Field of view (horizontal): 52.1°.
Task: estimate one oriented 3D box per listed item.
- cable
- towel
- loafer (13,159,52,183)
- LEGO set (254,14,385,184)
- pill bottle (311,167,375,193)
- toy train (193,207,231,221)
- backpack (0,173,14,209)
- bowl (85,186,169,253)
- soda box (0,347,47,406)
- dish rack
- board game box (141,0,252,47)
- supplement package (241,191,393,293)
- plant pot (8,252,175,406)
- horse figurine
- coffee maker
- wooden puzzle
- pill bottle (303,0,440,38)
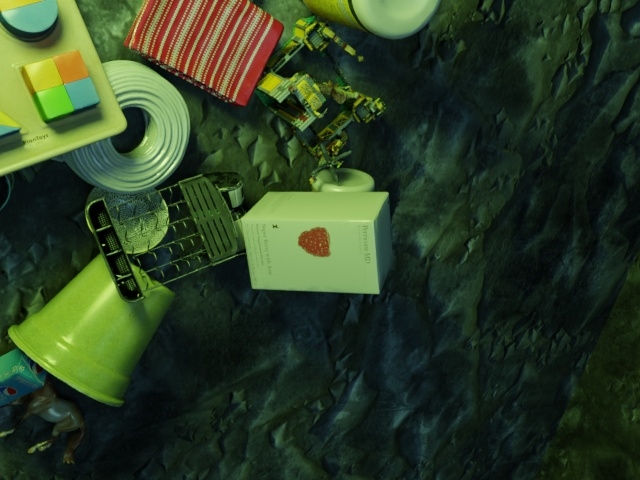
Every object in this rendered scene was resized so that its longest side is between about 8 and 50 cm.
[{"bbox_3d":[-0.379,-0.219,1.275,0.257,0.089,0.257,33,85,-44],"label":"cable"},{"bbox_3d":[-0.217,-0.401,1.281,0.275,0.031,0.198,23,101,-37],"label":"towel"},{"bbox_3d":[-0.578,-0.229,1.185,0.084,0.096,0.267,-46,139,-28],"label":"loafer"},{"bbox_3d":[0.013,-0.303,1.423,0.255,0.192,0.331,-37,128,-9],"label":"LEGO set"},{"bbox_3d":[0.048,-0.033,1.613,0.153,0.153,0.264,-10,119,-27],"label":"pill bottle"},{"bbox_3d":[-0.230,-0.054,1.382,0.083,0.023,0.017,-7,123,1],"label":"toy train"},{"bbox_3d":[-0.641,-0.120,1.151,0.166,0.144,0.188,-36,111,-10],"label":"backpack"},{"bbox_3d":[-0.409,-0.042,1.361,0.170,0.080,0.170,12,65,-28],"label":"bowl"},{"bbox_3d":[-0.657,0.290,1.348,0.210,0.071,0.067,-25,133,22],"label":"soda box"},{"bbox_3d":[-0.301,-0.015,1.300,0.272,0.074,0.208,-22,90,-22],"label":"dish rack"},{"bbox_3d":[-0.222,-0.518,1.262,0.208,0.056,0.346,6,111,-29],"label":"board game box"},{"bbox_3d":[0.000,0.000,1.455,0.293,0.175,0.177,1,114,17],"label":"supplement package"},{"bbox_3d":[-0.451,0.162,1.371,0.253,0.276,0.276,-55,130,-11],"label":"plant pot"},{"bbox_3d":[-0.626,0.405,1.496,0.174,0.066,0.263,-37,126,-1],"label":"horse figurine"},{"bbox_3d":[-0.238,-0.049,1.453,0.171,0.120,0.178,-23,124,-19],"label":"coffee maker"},{"bbox_3d":[-0.525,-0.292,1.065,0.322,0.080,0.347,-27,101,-26],"label":"wooden puzzle"},{"bbox_3d":[0.068,-0.508,1.257,0.188,0.334,0.187,-14,121,-25],"label":"pill bottle"}]
